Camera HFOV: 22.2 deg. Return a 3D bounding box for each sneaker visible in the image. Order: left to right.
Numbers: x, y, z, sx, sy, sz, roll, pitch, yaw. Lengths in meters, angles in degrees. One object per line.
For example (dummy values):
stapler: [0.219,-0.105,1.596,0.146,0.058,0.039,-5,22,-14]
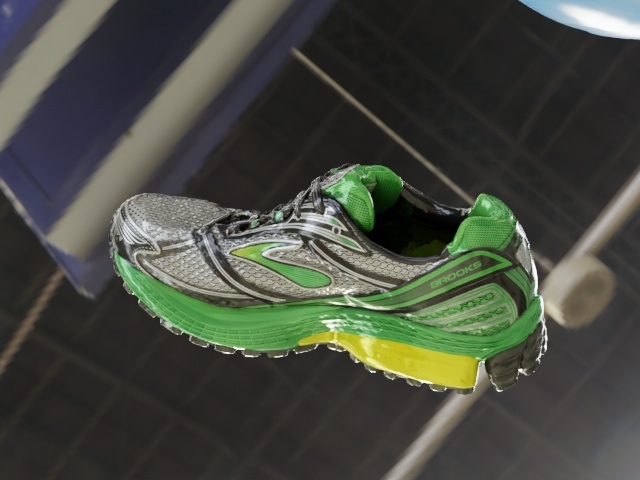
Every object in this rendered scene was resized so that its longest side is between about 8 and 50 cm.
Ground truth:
sneaker: [0.000,0.000,1.195,0.134,0.343,0.146,-50,-39,-52]

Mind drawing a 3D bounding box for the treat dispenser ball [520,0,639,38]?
treat dispenser ball: [0.201,-0.267,0.994,0.288,0.288,0.288,-18,-52,-24]
